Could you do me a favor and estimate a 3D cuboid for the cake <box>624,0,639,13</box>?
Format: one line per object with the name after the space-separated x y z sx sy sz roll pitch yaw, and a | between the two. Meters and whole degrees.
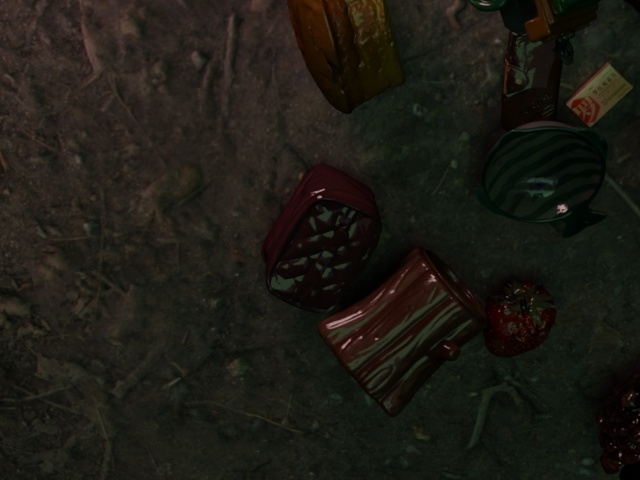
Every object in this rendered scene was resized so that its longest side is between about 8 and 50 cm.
0.530 -0.366 1.700 0.283 0.177 0.151 36 111 -18 | cake

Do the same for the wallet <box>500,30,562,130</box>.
0.335 -0.254 1.837 0.095 0.026 0.176 2 118 -3 | wallet

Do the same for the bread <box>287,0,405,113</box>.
0.030 -0.322 1.708 0.142 0.195 0.270 -20 118 -2 | bread

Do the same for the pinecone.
0.600 0.349 2.040 0.224 0.224 0.272 -31 125 14 | pinecone

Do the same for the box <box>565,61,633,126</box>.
0.443 -0.231 1.855 0.058 0.015 0.093 39 110 -17 | box

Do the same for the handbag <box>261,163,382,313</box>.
0.000 0.000 1.901 0.146 0.135 0.225 26 112 -18 | handbag

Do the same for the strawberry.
0.335 0.144 1.982 0.131 0.131 0.148 -4 115 1 | strawberry

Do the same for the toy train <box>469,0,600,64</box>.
0.305 -0.453 1.571 0.249 0.178 0.429 -15 97 39 | toy train

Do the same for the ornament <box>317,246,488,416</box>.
0.145 0.144 1.931 0.217 0.221 0.235 -42 131 11 | ornament

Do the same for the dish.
0.360 -0.115 1.869 0.224 0.078 0.246 -30 125 24 | dish
